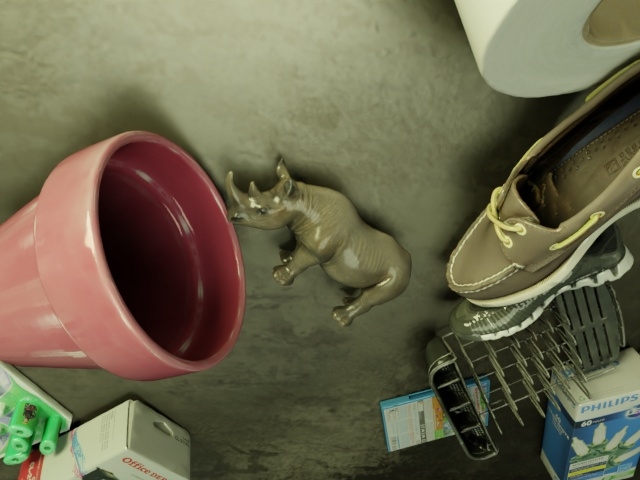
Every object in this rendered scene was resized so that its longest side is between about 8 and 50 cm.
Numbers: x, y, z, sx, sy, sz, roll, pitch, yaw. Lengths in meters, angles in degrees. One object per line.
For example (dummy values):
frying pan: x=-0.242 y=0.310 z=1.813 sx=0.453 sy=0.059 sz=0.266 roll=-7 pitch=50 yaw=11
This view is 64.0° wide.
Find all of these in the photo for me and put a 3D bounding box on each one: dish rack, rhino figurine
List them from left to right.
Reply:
rhino figurine: x=0.000 y=0.000 z=0.528 sx=0.106 sy=0.073 sz=0.243 roll=-41 pitch=122 yaw=19
dish rack: x=0.288 y=0.167 z=0.697 sx=0.272 sy=0.074 sz=0.208 roll=-26 pitch=120 yaw=6

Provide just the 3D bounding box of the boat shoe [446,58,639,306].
boat shoe: x=0.221 y=-0.039 z=0.488 sx=0.097 sy=0.116 sz=0.324 roll=11 pitch=142 yaw=-27

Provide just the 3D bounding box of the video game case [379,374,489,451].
video game case: x=0.179 y=0.269 z=0.794 sx=0.167 sy=0.015 sz=0.119 roll=-14 pitch=126 yaw=-2

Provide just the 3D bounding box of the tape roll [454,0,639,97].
tape roll: x=0.222 y=-0.203 z=0.316 sx=0.287 sy=0.100 sz=0.286 roll=-16 pitch=170 yaw=-3

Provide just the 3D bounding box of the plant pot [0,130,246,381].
plant pot: x=-0.191 y=0.029 z=0.445 sx=0.180 sy=0.201 sz=0.201 roll=-16 pitch=128 yaw=19

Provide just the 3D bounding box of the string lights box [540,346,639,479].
string lights box: x=0.447 y=0.299 z=0.835 sx=0.134 sy=0.076 sz=0.259 roll=-14 pitch=126 yaw=-1

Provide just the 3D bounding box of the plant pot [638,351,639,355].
plant pot: x=0.662 y=0.224 z=0.752 sx=0.291 sy=0.203 sz=0.290 roll=-7 pitch=126 yaw=-9

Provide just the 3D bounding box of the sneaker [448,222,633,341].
sneaker: x=0.251 y=0.033 z=0.607 sx=0.235 sy=0.078 sz=0.106 roll=-28 pitch=123 yaw=3

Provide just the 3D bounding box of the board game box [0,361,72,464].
board game box: x=-0.558 y=0.184 z=0.548 sx=0.390 sy=0.050 sz=0.389 roll=-23 pitch=126 yaw=5

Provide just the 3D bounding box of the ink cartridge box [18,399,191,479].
ink cartridge box: x=-0.278 y=0.299 z=0.672 sx=0.175 sy=0.072 sz=0.127 roll=-29 pitch=130 yaw=9
